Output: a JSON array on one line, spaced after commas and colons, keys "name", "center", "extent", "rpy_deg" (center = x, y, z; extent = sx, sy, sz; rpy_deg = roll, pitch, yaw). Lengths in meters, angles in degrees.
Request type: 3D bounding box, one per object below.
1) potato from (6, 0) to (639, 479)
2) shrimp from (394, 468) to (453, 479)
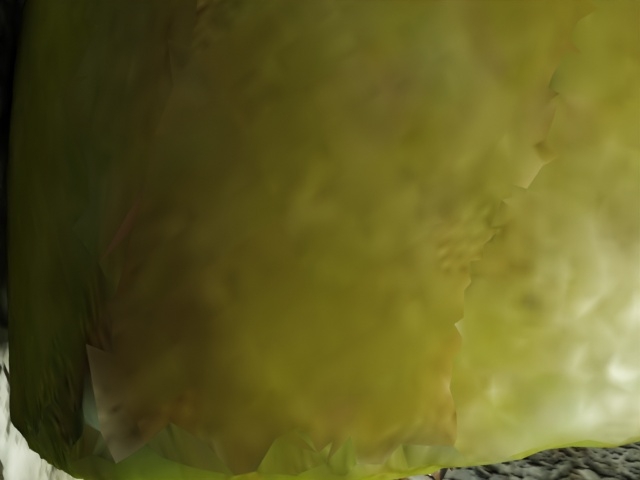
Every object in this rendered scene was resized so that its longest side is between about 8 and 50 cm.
[{"name": "potato", "center": [0.025, -0.099, 0.426], "extent": [0.213, 0.330, 0.280], "rpy_deg": [-15, 101, -45]}, {"name": "shrimp", "center": [0.046, 0.184, 1.332], "extent": [0.145, 0.116, 0.343], "rpy_deg": [-100, -162, -70]}]
